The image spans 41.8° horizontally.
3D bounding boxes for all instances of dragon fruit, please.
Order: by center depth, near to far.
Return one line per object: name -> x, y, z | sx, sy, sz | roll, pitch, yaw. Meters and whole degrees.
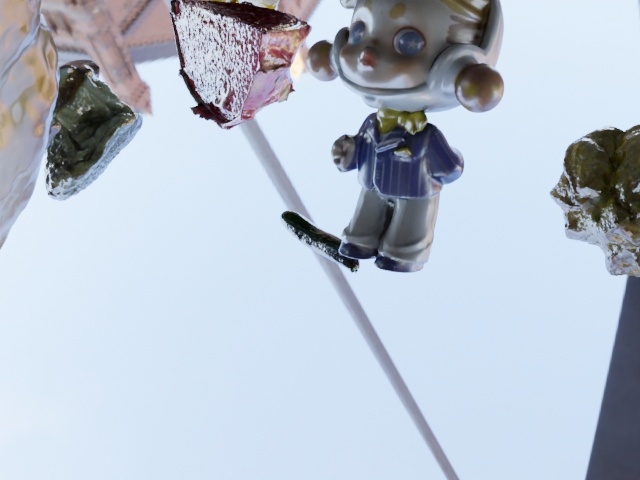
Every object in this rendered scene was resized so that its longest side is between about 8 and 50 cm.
dragon fruit -> -0.108, -0.242, 1.165 | 0.126, 0.161, 0.274 | -7, -154, -36

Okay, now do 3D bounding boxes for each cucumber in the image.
cucumber -> 0.000, 0.000, 1.075 | 0.033, 0.036, 0.184 | -53, -140, -5

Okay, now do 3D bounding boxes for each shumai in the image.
shumai -> -0.503, -0.223, 1.690 | 0.272, 0.203, 0.222 | -48, -174, 12

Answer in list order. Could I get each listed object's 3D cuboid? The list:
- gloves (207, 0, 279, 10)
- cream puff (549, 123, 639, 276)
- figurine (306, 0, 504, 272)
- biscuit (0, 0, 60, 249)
gloves -> -0.122, -0.395, 1.321 | 0.116, 0.133, 0.294 | -21, -177, -29
cream puff -> 0.471, -0.058, 1.247 | 0.244, 0.244, 0.196 | -4, -141, 12
figurine -> 0.084, -0.112, 0.717 | 0.133, 0.274, 0.194 | -8, 179, -44
biscuit -> -0.334, -0.033, 0.566 | 0.104, 0.429, 0.446 | 26, -116, 7
